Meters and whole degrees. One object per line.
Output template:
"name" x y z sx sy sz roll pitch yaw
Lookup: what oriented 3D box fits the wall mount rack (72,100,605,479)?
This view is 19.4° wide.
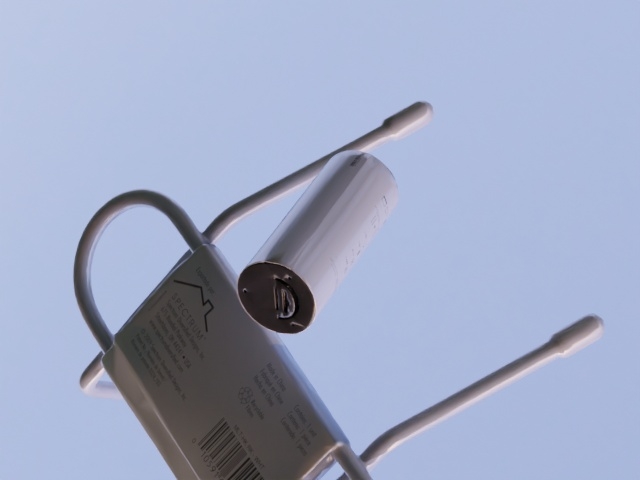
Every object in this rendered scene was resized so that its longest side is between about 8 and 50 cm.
"wall mount rack" -0.002 0.076 1.239 0.304 0.130 0.350 -47 -119 20

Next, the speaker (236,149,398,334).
"speaker" 0.000 0.000 1.174 0.055 0.055 0.136 -5 -149 32
